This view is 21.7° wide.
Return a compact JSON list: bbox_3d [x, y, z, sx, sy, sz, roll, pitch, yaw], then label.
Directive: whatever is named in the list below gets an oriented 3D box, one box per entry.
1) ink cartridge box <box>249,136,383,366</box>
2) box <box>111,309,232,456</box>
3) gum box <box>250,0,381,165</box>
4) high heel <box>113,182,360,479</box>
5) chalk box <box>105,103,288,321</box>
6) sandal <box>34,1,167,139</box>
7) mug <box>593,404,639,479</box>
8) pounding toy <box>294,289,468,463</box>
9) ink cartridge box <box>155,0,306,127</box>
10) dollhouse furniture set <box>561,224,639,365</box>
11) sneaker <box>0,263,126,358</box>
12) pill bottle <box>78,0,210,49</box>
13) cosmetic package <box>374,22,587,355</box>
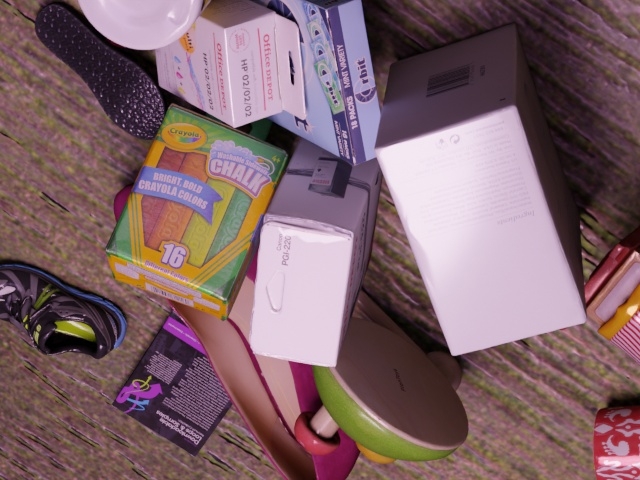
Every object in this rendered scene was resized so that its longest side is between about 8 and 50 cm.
[{"bbox_3d":[0.000,0.000,1.656,0.092,0.218,0.158,11,120,8],"label":"ink cartridge box"},{"bbox_3d":[-0.152,0.159,1.894,0.116,0.029,0.162,33,120,-4],"label":"box"},{"bbox_3d":[-0.011,-0.172,1.599,0.041,0.184,0.157,-22,118,-22],"label":"gum box"},{"bbox_3d":[-0.091,0.102,1.755,0.377,0.181,0.127,41,124,-9],"label":"high heel"},{"bbox_3d":[-0.114,-0.047,1.685,0.132,0.132,0.213,21,78,1],"label":"chalk box"},{"bbox_3d":[-0.219,-0.180,1.725,0.179,0.040,0.067,45,115,5],"label":"sandal"},{"bbox_3d":[0.381,0.235,1.752,0.169,0.113,0.150,-3,115,20],"label":"mug"},{"bbox_3d":[0.050,0.168,1.721,0.183,0.237,0.110,36,113,-6],"label":"pounding toy"},{"bbox_3d":[-0.092,-0.179,1.614,0.181,0.062,0.104,30,134,48],"label":"ink cartridge box"},{"bbox_3d":[0.410,-0.008,1.550,0.201,0.152,0.374,40,123,13],"label":"dollhouse furniture set"},{"bbox_3d":[-0.311,0.082,1.864,0.188,0.078,0.067,19,121,4],"label":"sneaker"},{"bbox_3d":[-0.141,-0.268,1.551,0.119,0.208,0.119,6,119,11],"label":"pill bottle"},{"bbox_3d":[0.155,-0.050,1.578,0.138,0.224,0.224,-17,112,15],"label":"cosmetic package"}]
